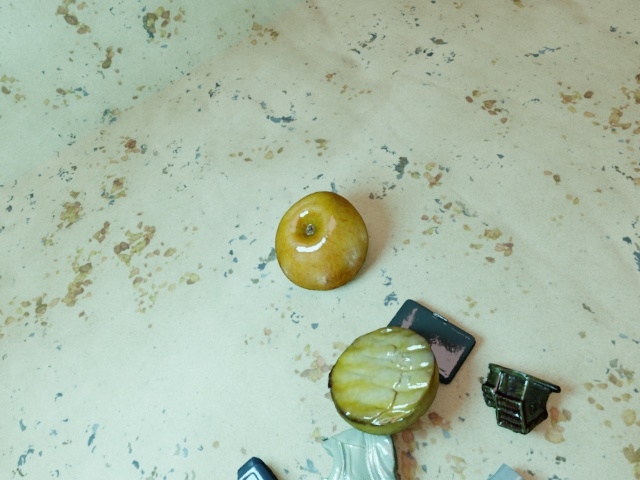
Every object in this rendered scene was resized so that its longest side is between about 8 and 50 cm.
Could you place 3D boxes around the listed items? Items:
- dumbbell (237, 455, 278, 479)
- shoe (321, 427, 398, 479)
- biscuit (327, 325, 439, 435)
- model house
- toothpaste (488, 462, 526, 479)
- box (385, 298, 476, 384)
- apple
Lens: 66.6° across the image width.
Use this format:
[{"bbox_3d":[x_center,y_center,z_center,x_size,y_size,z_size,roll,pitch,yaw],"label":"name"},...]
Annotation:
[{"bbox_3d":[-0.232,0.693,1.195,0.316,0.156,0.143,-39,29,-13],"label":"dumbbell"},{"bbox_3d":[0.098,0.617,1.178,0.210,0.132,0.342,-14,52,7],"label":"shoe"},{"bbox_3d":[0.166,0.360,1.259,0.296,0.102,0.296,-22,36,17],"label":"biscuit"},{"bbox_3d":[0.491,0.405,1.242,0.165,0.106,0.152,4,66,57],"label":"model house"},{"bbox_3d":[0.343,0.687,1.117,0.125,0.080,0.371,38,81,26],"label":"toothpaste"},{"bbox_3d":[0.301,0.282,1.377,0.230,0.050,0.160,31,70,28],"label":"box"},{"bbox_3d":[0.000,0.000,1.493,0.298,0.275,0.299,-5,64,11],"label":"apple"}]
